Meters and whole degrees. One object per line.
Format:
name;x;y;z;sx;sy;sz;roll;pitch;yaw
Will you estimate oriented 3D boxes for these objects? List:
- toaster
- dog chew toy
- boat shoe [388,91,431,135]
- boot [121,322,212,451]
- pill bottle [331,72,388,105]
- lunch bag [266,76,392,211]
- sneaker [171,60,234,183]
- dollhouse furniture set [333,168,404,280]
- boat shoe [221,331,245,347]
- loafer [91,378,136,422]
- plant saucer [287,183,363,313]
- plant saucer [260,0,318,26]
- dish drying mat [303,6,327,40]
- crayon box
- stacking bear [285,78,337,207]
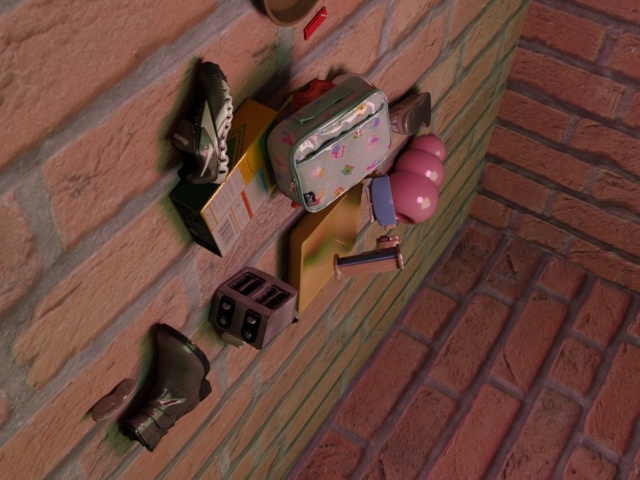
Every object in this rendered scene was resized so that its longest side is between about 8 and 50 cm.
toaster;-0.159;0.166;1.882;0.186;0.168;0.110;-36;147;-52
dog chew toy;0.345;-0.227;2.650;0.206;0.207;0.332;59;52;-68
boat shoe;0.285;-0.408;2.414;0.320;0.103;0.118;-44;135;-57
boot;-0.360;0.351;1.703;0.223;0.118;0.338;-46;151;-28
pill bottle;0.093;-0.357;1.917;0.117;0.117;0.215;-65;161;6
lunch bag;0.023;-0.203;1.584;0.279;0.108;0.224;-38;147;-19
sneaker;-0.219;-0.204;1.359;0.106;0.078;0.234;-18;125;-39
dollhouse furniture set;0.121;-0.071;2.219;0.286;0.198;0.303;-76;157;-77
boat shoe;-0.215;0.242;1.962;0.184;0.066;0.063;95;15;-74
loafer;-0.437;0.346;1.593;0.125;0.045;0.039;-46;162;-47
plant saucer;0.000;0.000;2.215;0.333;0.081;0.332;-49;158;-35
plant saucer;-0.043;-0.547;1.424;0.278;0.041;0.278;-52;159;-29
dish drying mat;-0.011;-0.478;1.651;0.083;0.008;0.032;-55;161;-23
crayon box;-0.165;-0.147;1.576;0.323;0.083;0.203;-55;160;-20
stacking bear;-0.012;-0.209;1.800;0.175;0.164;0.289;-41;156;-48
